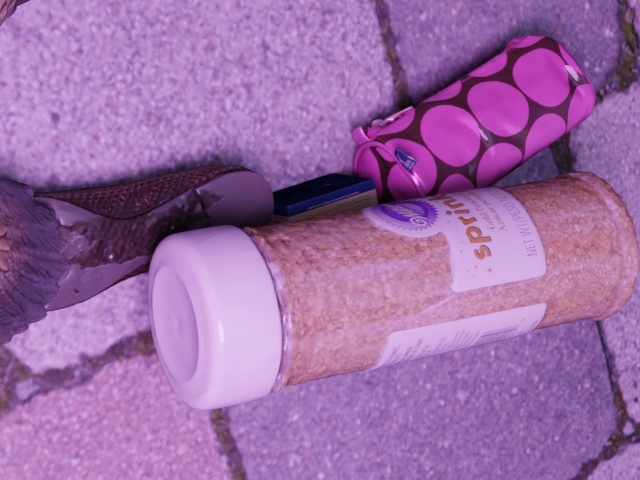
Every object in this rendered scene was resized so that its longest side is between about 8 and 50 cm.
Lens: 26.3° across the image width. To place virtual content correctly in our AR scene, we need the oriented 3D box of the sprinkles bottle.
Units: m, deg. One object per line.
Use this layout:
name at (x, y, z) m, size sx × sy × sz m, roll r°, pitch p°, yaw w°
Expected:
sprinkles bottle at (0.058, 0.030, 0.989) m, size 0.355 × 0.121 × 0.121 m, roll -10°, pitch 102°, yaw -28°

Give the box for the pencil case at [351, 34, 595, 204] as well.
pencil case at (0.124, -0.093, 1.114) m, size 0.209 × 0.095 × 0.098 m, roll -33°, pitch 86°, yaw -29°

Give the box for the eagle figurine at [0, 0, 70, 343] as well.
eagle figurine at (-0.279, -0.055, 0.770) m, size 0.298 × 0.226 × 0.225 m, roll -1°, pitch 69°, yaw -18°

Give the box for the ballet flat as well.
ballet flat at (-0.151, -0.008, 0.961) m, size 0.249 × 0.058 × 0.084 m, roll -16°, pitch 108°, yaw -27°

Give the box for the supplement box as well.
supplement box at (0.000, 0.000, 1.058) m, size 0.083 × 0.056 × 0.083 m, roll -19°, pitch 107°, yaw -30°
